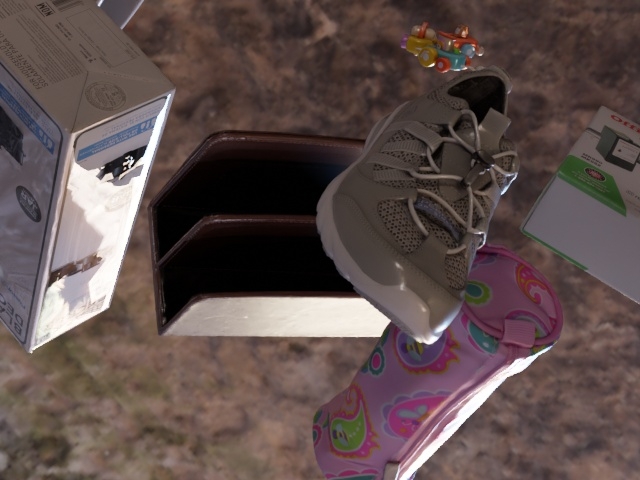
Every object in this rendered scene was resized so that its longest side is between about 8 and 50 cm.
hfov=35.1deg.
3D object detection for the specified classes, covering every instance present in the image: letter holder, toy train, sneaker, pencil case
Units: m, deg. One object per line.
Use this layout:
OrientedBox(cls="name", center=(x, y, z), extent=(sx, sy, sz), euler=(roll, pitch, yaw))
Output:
OrientedBox(cls="letter holder", center=(0.000, 0.000, 1.060), extent=(0.214, 0.302, 0.152), euler=(-38, -126, 54))
OrientedBox(cls="toy train", center=(0.176, -0.260, 1.337), extent=(0.166, 0.125, 0.046), euler=(-109, -153, -64))
OrientedBox(cls="sneaker", center=(0.077, -0.046, 0.681), extent=(0.105, 0.281, 0.115), euler=(39, -59, -16))
OrientedBox(cls="pencil case", center=(0.095, 0.128, 0.907), extent=(0.124, 0.124, 0.284), euler=(45, -50, 14))

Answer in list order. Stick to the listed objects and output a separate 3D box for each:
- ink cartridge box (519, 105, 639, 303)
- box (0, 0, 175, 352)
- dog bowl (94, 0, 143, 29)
OrientedBox(cls="ink cartridge box", center=(0.450, -0.063, 1.505), extent=(0.211, 0.289, 0.121), euler=(31, -53, 10))
OrientedBox(cls="box", center=(-0.221, -0.059, 0.769), extent=(0.169, 0.087, 0.290), euler=(47, -37, 13))
OrientedBox(cls="dog bowl", center=(-0.264, -0.349, 1.240), extent=(0.102, 0.348, 0.349), euler=(35, -17, -9))
